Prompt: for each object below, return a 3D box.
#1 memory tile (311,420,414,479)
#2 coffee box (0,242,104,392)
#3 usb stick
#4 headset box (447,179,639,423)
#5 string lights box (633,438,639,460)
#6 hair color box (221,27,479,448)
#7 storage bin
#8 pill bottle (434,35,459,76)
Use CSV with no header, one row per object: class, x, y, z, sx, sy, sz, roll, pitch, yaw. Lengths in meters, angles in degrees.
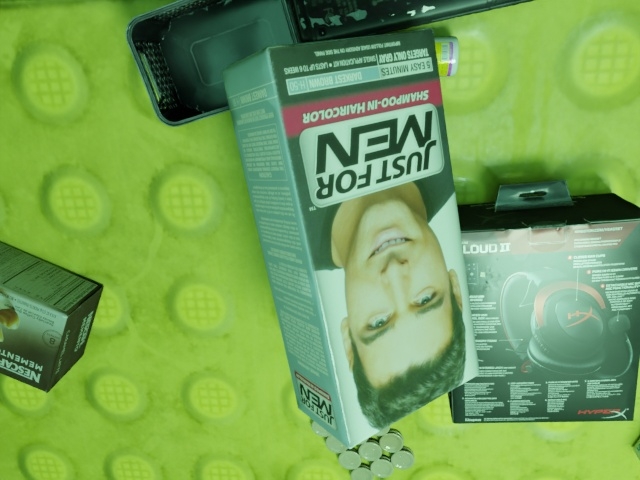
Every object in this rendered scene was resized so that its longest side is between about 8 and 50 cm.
memory tile,0.067,0.311,0.805,0.113,0.012,0.148,-31,103,16
coffee box,-0.462,0.092,0.743,0.247,0.098,0.141,24,111,-2
usb stick,0.110,-0.264,0.541,0.278,0.045,0.077,-12,95,0
headset box,0.261,0.072,0.639,0.218,0.110,0.292,-5,110,9
string lights box,0.548,0.222,0.677,0.134,0.076,0.259,17,112,-1
hair color box,0.041,-0.007,0.540,0.186,0.114,0.373,-19,106,-28
storage bin,-0.108,-0.214,0.594,0.180,0.084,0.121,-14,108,13
pill bottle,0.112,-0.208,0.590,0.084,0.043,0.043,1,110,7
